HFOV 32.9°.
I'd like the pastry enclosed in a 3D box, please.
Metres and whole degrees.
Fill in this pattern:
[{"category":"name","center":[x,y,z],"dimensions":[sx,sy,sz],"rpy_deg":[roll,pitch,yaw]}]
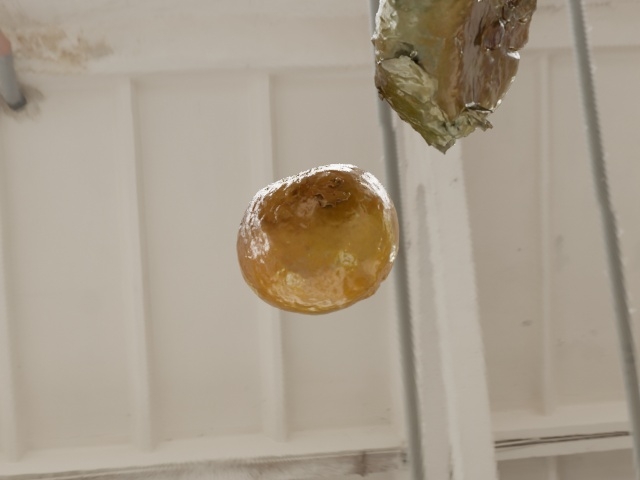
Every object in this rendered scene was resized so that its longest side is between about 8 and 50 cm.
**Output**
[{"category":"pastry","center":[0.151,-0.228,1.127],"dimensions":[0.121,0.257,0.235],"rpy_deg":[20,-103,29]}]

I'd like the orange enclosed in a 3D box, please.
[{"category":"orange","center":[-0.002,-0.001,1.401],"dimensions":[0.219,0.219,0.193],"rpy_deg":[-28,-98,-10]}]
